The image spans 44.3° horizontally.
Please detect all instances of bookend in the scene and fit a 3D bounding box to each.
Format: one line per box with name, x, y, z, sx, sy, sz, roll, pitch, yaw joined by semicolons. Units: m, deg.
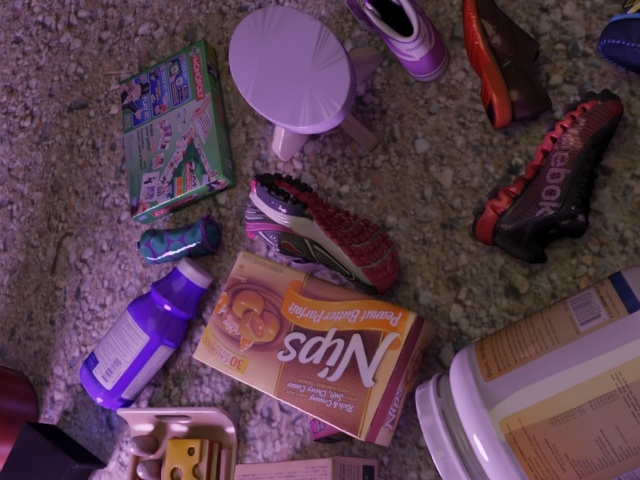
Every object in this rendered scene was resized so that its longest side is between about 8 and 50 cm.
bookend;-0.482;0.425;1.379;0.157;0.072;0.156;22;85;32

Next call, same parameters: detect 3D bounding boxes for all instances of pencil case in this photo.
pencil case;-0.253;0.000;1.410;0.152;0.064;0.070;-10;93;25

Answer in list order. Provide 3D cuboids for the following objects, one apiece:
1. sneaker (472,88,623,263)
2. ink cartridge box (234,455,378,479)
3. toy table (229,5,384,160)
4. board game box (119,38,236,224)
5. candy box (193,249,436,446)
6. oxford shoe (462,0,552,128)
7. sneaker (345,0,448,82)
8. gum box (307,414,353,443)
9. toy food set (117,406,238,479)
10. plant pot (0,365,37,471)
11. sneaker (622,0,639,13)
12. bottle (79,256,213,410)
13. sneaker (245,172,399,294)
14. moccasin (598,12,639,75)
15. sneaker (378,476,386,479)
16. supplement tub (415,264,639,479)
sneaker;0.342;-0.080;1.095;0.276;0.098;0.135;-51;57;6
ink cartridge box;-0.026;0.402;1.083;0.235;0.088;0.193;-21;62;47
toy table;-0.017;-0.260;1.318;0.252;0.161;0.274;-36;60;13
board game box;-0.281;-0.211;1.513;0.214;0.046;0.317;-21;64;20
candy box;-0.014;0.148;1.137;0.317;0.087;0.182;19;81;32
oxford shoe;0.284;-0.301;1.223;0.099;0.097;0.271;-12;70;3
sneaker;0.104;-0.399;1.303;0.102;0.161;0.282;-43;57;11
gum box;0.031;0.199;1.185;0.107;0.062;0.188;-21;63;20
toy food set;-0.252;0.419;1.243;0.220;0.092;0.305;-7;70;27
plant pot;-0.681;0.310;1.414;0.273;0.265;0.272;-10;68;25
sneaker;0.483;-0.362;1.157;0.083;0.031;0.035;-35;59;14
bottle;-0.297;0.157;1.361;0.282;0.092;0.118;-52;49;3
sneaker;0.000;0.000;1.257;0.299;0.121;0.112;35;120;32
moccasin;0.513;-0.201;1.023;0.342;0.138;0.116;30;93;34
sneaker;0.087;0.402;1.074;0.057;0.075;0.161;-23;63;20
supplement tub;0.298;0.194;0.943;0.316;0.228;0.228;-29;61;17
